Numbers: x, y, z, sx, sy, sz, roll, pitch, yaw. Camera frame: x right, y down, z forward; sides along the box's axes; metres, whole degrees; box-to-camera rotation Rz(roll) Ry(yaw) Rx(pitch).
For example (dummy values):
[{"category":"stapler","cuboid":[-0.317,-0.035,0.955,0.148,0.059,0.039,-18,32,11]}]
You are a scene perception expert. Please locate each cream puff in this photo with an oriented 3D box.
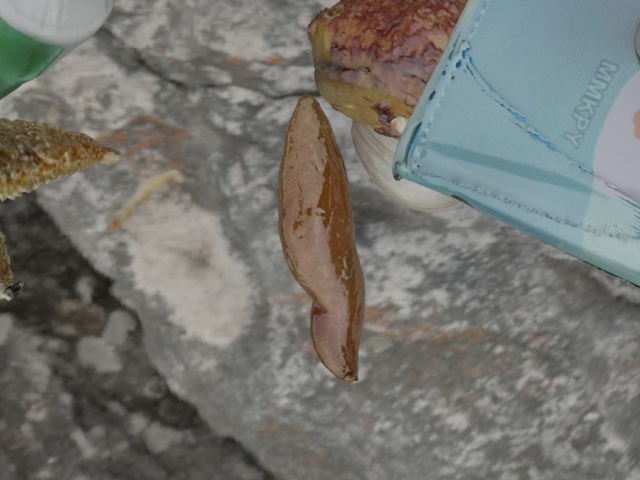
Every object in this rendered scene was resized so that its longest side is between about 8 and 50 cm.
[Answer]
[{"category":"cream puff","cuboid":[0.102,-0.179,1.314,0.240,0.240,0.164,14,89,23]}]

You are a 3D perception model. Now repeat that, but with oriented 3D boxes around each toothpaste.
[{"category":"toothpaste","cuboid":[-0.129,-0.061,0.424,0.248,0.046,0.078,-17,82,51]}]

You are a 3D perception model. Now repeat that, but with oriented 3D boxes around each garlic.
[{"category":"garlic","cuboid":[0.149,-0.190,1.720,0.241,0.322,0.322,-17,90,-5]}]

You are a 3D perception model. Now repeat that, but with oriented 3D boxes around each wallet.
[{"category":"wallet","cuboid":[0.183,-0.062,0.683,0.250,0.075,0.176,26,88,23]}]

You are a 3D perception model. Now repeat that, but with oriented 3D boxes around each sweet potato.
[{"category":"sweet potato","cuboid":[-0.001,0.000,0.898,0.058,0.055,0.202,-11,101,-16]}]

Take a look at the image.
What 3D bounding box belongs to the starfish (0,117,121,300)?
[{"category":"starfish","cuboid":[-0.233,-0.056,0.637,0.048,0.295,0.231,-32,92,42]}]
